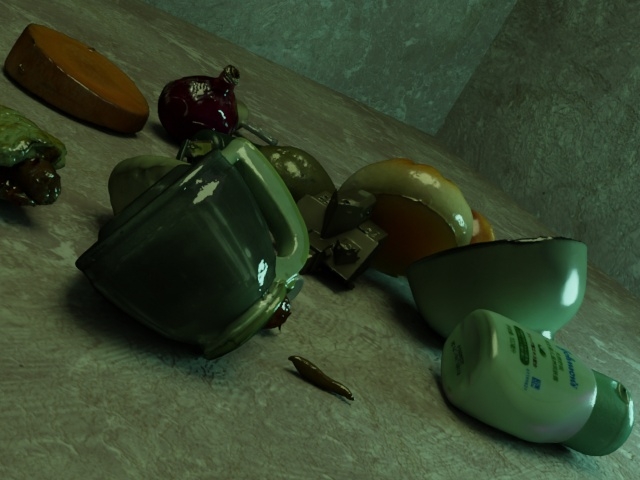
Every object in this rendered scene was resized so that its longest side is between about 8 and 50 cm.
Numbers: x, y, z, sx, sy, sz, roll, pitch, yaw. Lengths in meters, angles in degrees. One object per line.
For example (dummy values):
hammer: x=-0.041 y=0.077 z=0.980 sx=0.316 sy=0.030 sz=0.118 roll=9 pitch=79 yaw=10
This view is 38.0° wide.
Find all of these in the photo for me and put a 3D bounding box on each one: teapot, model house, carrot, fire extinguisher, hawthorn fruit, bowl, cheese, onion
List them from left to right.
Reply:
carrot: x=-0.494 y=-0.328 z=1.929 sx=0.307 sy=0.100 sz=0.258 roll=31 pitch=19 yaw=-6
teapot: x=-0.158 y=0.021 z=1.259 sx=0.239 sy=0.240 sz=0.321 roll=52 pitch=14 yaw=-11
onion: x=-0.248 y=-0.299 z=2.076 sx=0.195 sy=0.218 sz=0.139 roll=25 pitch=43 yaw=-41
fire extinguisher: x=-0.194 y=-0.171 z=2.005 sx=0.095 sy=0.114 sz=0.311 roll=-14 pitch=-18 yaw=38
cheese: x=-0.235 y=-0.330 z=2.442 sx=0.286 sy=0.082 sz=0.163 roll=34 pitch=16 yaw=2
hawthorn fruit: x=-0.085 y=0.096 z=1.409 sx=0.093 sy=0.081 sz=0.081 roll=37 pitch=15 yaw=-9
model house: x=0.000 y=0.000 z=1.755 sx=0.181 sy=0.176 sz=0.248 roll=35 pitch=33 yaw=14
bowl: x=0.349 y=0.122 z=1.794 sx=0.354 sy=0.354 sz=0.185 roll=10 pitch=69 yaw=-51

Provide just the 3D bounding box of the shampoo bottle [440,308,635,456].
shampoo bottle: x=0.386 y=0.261 z=1.606 sx=0.350 sy=0.151 sz=0.221 roll=27 pitch=32 yaw=-17

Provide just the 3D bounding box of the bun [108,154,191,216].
bun: x=-0.226 y=-0.042 z=1.444 sx=0.231 sy=0.133 sz=0.231 roll=17 pitch=-15 yaw=5

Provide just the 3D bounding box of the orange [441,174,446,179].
orange: x=0.223 y=-0.087 z=2.266 sx=0.240 sy=0.240 sz=0.171 roll=16 pitch=64 yaw=-42

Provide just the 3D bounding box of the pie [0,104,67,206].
pie: x=-0.499 y=-0.145 z=1.354 sx=0.257 sy=0.105 sz=0.274 roll=16 pitch=19 yaw=-17

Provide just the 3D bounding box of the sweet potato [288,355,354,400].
sweet potato: x=0.001 y=0.199 z=1.344 sx=0.115 sy=0.026 sz=0.026 roll=33 pitch=15 yaw=-9

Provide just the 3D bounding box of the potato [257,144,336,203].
potato: x=-0.059 y=-0.112 z=1.963 sx=0.235 sy=0.160 sz=0.177 roll=32 pitch=33 yaw=-33

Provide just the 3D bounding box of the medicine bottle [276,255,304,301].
medicine bottle: x=-0.076 y=0.060 z=1.566 sx=0.089 sy=0.057 sz=0.057 roll=38 pitch=17 yaw=22

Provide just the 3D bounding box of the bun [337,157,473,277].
bun: x=0.179 y=-0.059 z=1.941 sx=0.299 sy=0.299 sz=0.164 roll=29 pitch=54 yaw=-6

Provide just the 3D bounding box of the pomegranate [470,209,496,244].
pomegranate: x=0.298 y=0.021 z=2.104 sx=0.209 sy=0.209 sz=0.209 roll=28 pitch=16 yaw=-9
